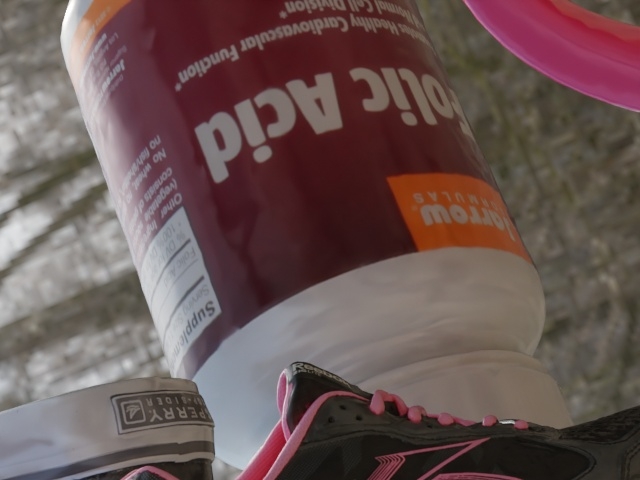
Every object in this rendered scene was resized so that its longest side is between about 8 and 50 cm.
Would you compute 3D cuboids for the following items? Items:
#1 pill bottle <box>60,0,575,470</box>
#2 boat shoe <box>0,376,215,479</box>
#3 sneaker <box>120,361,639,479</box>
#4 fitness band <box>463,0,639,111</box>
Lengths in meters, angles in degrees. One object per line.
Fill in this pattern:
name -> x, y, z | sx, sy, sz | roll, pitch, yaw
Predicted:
pill bottle -> 0.000, 0.000, 1.162 | 0.224, 0.224, 0.392 | 55, -168, -63
boat shoe -> -0.106, 0.101, 0.576 | 0.080, 0.228, 0.076 | 0, -106, -46
sneaker -> 0.015, 0.045, 0.361 | 0.047, 0.119, 0.057 | 137, 113, -72
fitness band -> 0.144, -0.178, 0.689 | 0.054, 0.209, 0.291 | -76, -1, -61
